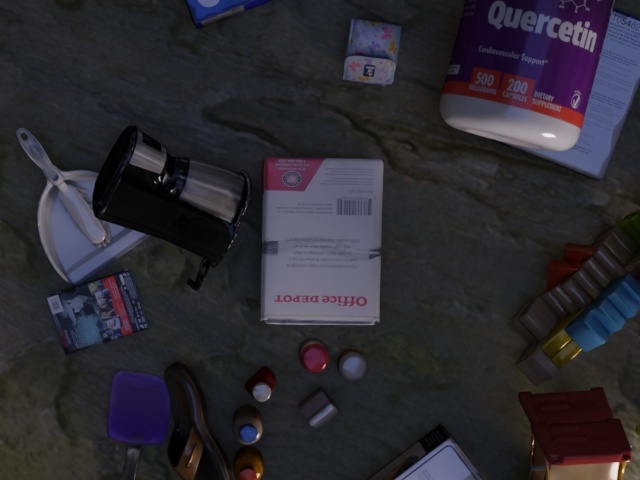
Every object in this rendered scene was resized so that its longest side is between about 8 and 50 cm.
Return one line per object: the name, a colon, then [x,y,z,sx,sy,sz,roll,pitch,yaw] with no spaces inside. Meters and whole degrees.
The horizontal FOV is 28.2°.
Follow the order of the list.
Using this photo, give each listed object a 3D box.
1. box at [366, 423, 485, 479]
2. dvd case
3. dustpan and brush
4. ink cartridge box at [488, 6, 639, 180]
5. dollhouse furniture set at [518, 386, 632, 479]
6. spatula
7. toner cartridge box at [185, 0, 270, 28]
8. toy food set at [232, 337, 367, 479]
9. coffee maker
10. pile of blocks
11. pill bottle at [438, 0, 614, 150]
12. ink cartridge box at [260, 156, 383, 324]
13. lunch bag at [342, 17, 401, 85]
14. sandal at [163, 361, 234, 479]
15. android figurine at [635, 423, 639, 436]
box: [0.105,0.405,1.725,0.290,0.087,0.169,-38,95,0]
dvd case: [-0.299,0.096,1.714,0.119,0.013,0.087,-19,98,-3]
dustpan and brush: [-0.331,-0.060,1.680,0.147,0.060,0.211,-35,95,-1]
ink cartridge box: [0.314,-0.222,1.716,0.223,0.045,0.224,21,92,-4]
dollhouse furniture set: [0.452,0.315,1.680,0.374,0.152,0.201,-1,116,-5]
spatula: [-0.260,0.327,1.725,0.084,0.030,0.296,8,93,-10]
toner cartridge box: [-0.151,-0.469,1.657,0.165,0.075,0.347,-22,95,-3]
toy food set: [-0.041,0.218,1.694,0.232,0.104,0.111,-39,95,0]
coffee maker: [-0.200,-0.040,1.641,0.178,0.120,0.171,21,86,-21]
pile of blocks: [0.384,0.034,1.687,0.362,0.149,0.112,-44,95,1]
pill bottle: [0.270,-0.283,1.596,0.182,0.181,0.322,14,92,-4]
ink cartridge box: [0.000,0.000,1.690,0.159,0.092,0.217,1,92,-4]
lunch bag: [0.068,-0.250,1.697,0.071,0.053,0.083,9,102,-3]
sandal: [-0.173,0.272,1.691,0.060,0.090,0.219,-19,95,-35]
android figurine: [0.565,0.218,1.756,0.273,0.056,0.248,-34,96,-3]
